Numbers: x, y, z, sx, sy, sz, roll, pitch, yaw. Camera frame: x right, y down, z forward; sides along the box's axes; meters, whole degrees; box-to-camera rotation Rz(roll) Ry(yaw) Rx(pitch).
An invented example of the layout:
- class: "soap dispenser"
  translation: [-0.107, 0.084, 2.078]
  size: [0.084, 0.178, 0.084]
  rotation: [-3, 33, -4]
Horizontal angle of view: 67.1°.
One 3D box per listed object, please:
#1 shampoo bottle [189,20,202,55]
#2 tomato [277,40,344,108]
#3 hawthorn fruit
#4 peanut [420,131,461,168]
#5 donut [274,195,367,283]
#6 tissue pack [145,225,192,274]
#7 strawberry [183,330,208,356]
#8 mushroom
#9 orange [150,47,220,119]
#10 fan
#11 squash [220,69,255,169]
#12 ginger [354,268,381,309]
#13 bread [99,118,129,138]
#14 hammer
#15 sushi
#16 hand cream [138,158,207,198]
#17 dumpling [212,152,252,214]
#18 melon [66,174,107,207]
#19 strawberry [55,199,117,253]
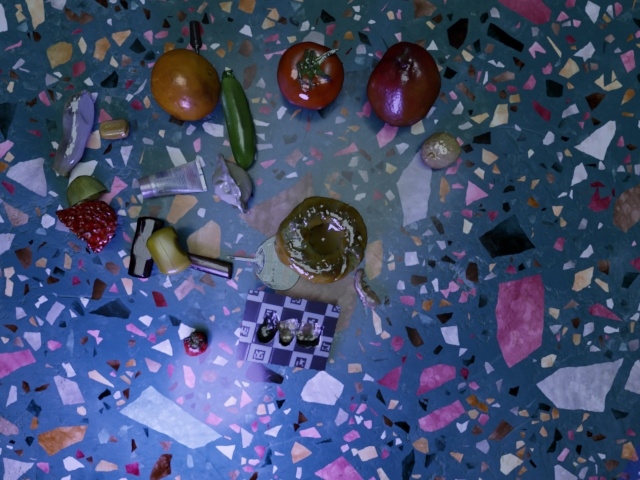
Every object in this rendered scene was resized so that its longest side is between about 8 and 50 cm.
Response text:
- class: "shampoo bottle"
  translation: [-0.496, -0.800, 1.915]
  size: [0.048, 0.027, 0.137]
  rotation: [-6, 92, 1]
- class: "tomato"
  translation: [-0.038, -0.623, 1.835]
  size: [0.256, 0.224, 0.255]
  rotation: [0, 88, -2]
- class: "hawthorn fruit"
  translation: [0.316, -0.594, 1.821]
  size: [0.295, 0.295, 0.311]
  rotation: [3, 134, -2]
- class: "peanut"
  translation: [0.474, -0.355, 1.913]
  size: [0.159, 0.109, 0.140]
  rotation: [-36, 78, -4]
- class: "donut"
  translation: [0.000, 0.000, 1.884]
  size: [0.361, 0.170, 0.360]
  rotation: [0, 87, -7]
- class: "tissue pack"
  translation: [-0.574, 0.043, 1.811]
  size: [0.127, 0.123, 0.178]
  rotation: [-30, 99, -13]
- class: "strawberry"
  translation: [-0.497, 0.416, 1.927]
  size: [0.106, 0.106, 0.106]
  rotation: [0, 92, -1]
- class: "mushroom"
  translation: [-0.964, -0.416, 1.883]
  size: [0.110, 0.097, 0.351]
  rotation: [16, 94, -1]
- class: "orange"
  translation: [-0.503, -0.581, 1.809]
  size: [0.261, 0.261, 0.260]
  rotation: [0, 92, -1]
- class: "fan"
  translation: [-0.205, 0.110, 1.961]
  size: [0.295, 0.012, 0.223]
  rotation: [-23, 93, -1]
- class: "squash"
  translation: [-0.323, -0.478, 1.893]
  size: [0.107, 0.107, 0.394]
  rotation: [-12, 91, -1]
- class: "ginger"
  translation: [0.182, 0.202, 1.954]
  size: [0.070, 0.051, 0.173]
  rotation: [-27, 94, -4]
- class: "bread"
  translation: [-0.810, -0.435, 1.904]
  size: [0.115, 0.056, 0.082]
  rotation: [-12, 70, -4]
- class: "hammer"
  translation: [-0.545, 0.068, 1.913]
  size: [0.409, 0.095, 0.242]
  rotation: [16, 91, -4]
- class: "sushi"
  translation: [-0.134, 0.347, 1.937]
  size: [0.373, 0.100, 0.296]
  rotation: [11, 101, -12]
- class: "hand cream"
  translation: [-0.587, -0.237, 1.914]
  size: [0.248, 0.083, 0.133]
  rotation: [-13, 93, -12]
- class: "dumpling"
  translation: [-0.342, -0.220, 1.856]
  size: [0.147, 0.193, 0.258]
  rotation: [-24, 90, -5]
- class: "melon"
  translation: [-0.945, -0.197, 1.897]
  size: [0.160, 0.079, 0.128]
  rotation: [-31, 87, 1]
- class: "strawberry"
  translation: [-0.876, -0.072, 1.847]
  size: [0.234, 0.234, 0.178]
  rotation: [45, 75, -2]
